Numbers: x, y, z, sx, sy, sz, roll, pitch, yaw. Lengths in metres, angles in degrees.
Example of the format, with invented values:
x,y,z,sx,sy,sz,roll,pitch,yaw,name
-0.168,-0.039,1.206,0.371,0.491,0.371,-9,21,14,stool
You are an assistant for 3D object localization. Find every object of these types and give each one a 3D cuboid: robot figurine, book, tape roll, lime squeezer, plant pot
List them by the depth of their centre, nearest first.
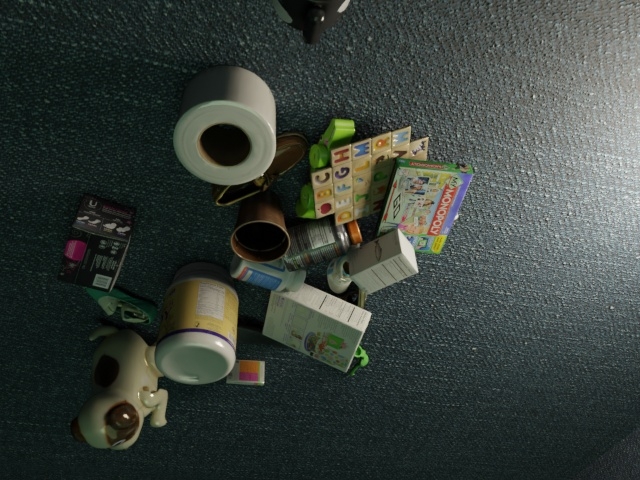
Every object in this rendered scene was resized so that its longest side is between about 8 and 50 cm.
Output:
x,y,z,sx,sy,sz,roll,pitch,yaw,name
-0.010,-0.527,1.139,0.173,0.278,0.209,-35,91,-9,robot figurine
-0.231,-0.282,1.411,0.245,0.169,0.246,-2,133,-2,tape roll
-0.173,-0.050,1.643,0.166,0.165,0.167,-3,134,-3,plant pot
-0.292,0.515,2.228,0.144,0.096,0.035,8,133,-11,book
0.126,0.440,2.231,0.109,0.059,0.310,9,143,31,lime squeezer

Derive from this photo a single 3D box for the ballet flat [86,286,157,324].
x,y,z,sx,sy,sz,roll,pitch,yaw,name
-0.668,0.220,1.920,0.247,0.087,0.083,26,127,-26,ballet flat

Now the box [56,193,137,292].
x,y,z,sx,sy,sz,roll,pitch,yaw,name
-0.657,0.012,1.682,0.163,0.142,0.247,17,132,-21,box

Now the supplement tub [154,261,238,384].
x,y,z,sx,sy,sz,roll,pitch,yaw,name
-0.383,0.256,1.806,0.240,0.331,0.241,-3,134,-3,supplement tub

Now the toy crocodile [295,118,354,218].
x,y,z,sx,sy,sz,roll,pitch,yaw,name
0.011,-0.189,1.574,0.115,0.105,0.341,-6,135,-26,toy crocodile

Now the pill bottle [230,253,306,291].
x,y,z,sx,sy,sz,roll,pitch,yaw,name
-0.163,0.090,1.808,0.221,0.124,0.124,22,129,-22,pill bottle

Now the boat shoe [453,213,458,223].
x,y,z,sx,sy,sz,roll,pitch,yaw,name
0.354,-0.058,1.757,0.142,0.049,0.040,-10,135,2,boat shoe

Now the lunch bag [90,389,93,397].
x,y,z,sx,sy,sz,roll,pitch,yaw,name
-0.807,0.643,2.320,0.176,0.090,0.219,-32,129,21,lunch bag

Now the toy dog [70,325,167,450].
x,y,z,sx,sy,sz,roll,pitch,yaw,name
-0.678,0.524,1.971,0.284,0.408,0.396,-11,126,8,toy dog

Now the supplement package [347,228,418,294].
x,y,z,sx,sy,sz,roll,pitch,yaw,name
0.183,0.064,1.695,0.179,0.105,0.105,-27,128,22,supplement package

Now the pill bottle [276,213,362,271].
x,y,z,sx,sy,sz,roll,pitch,yaw,name
0.000,0.000,1.721,0.245,0.131,0.131,-17,133,4,pill bottle

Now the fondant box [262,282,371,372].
x,y,z,sx,sy,sz,roll,pitch,yaw,name
-0.020,0.283,1.940,0.330,0.096,0.238,24,133,9,fondant box

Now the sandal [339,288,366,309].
x,y,z,sx,sy,sz,roll,pitch,yaw,name
0.097,0.242,1.987,0.086,0.120,0.303,19,131,-3,sandal

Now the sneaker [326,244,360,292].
x,y,z,sx,sy,sz,roll,pitch,yaw,name
0.075,0.102,1.860,0.087,0.092,0.229,4,135,-11,sneaker

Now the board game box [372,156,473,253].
x,y,z,sx,sy,sz,roll,pitch,yaw,name
0.285,-0.092,1.650,0.213,0.046,0.317,5,135,-6,board game box

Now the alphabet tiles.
x,y,z,sx,sy,sz,roll,pitch,yaw,name
0.138,-0.171,1.572,0.342,0.011,0.285,-19,141,-12,alphabet tiles

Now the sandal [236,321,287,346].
x,y,z,sx,sy,sz,roll,pitch,yaw,name
-0.215,0.344,2.108,0.254,0.055,0.097,20,137,-34,sandal

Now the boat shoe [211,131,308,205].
x,y,z,sx,sy,sz,roll,pitch,yaw,name
-0.162,-0.182,1.557,0.307,0.105,0.111,-28,130,21,boat shoe
